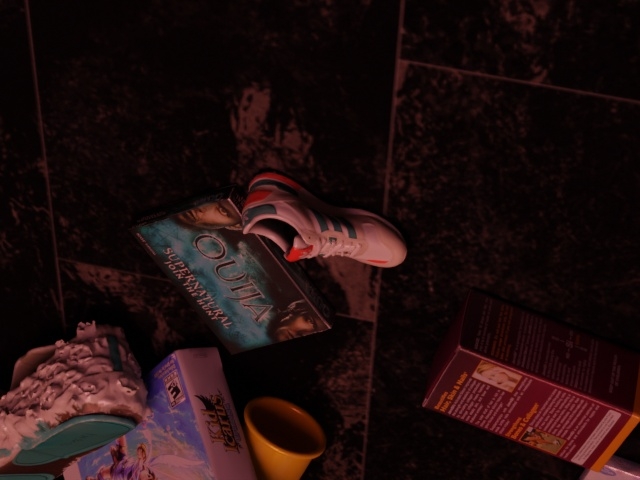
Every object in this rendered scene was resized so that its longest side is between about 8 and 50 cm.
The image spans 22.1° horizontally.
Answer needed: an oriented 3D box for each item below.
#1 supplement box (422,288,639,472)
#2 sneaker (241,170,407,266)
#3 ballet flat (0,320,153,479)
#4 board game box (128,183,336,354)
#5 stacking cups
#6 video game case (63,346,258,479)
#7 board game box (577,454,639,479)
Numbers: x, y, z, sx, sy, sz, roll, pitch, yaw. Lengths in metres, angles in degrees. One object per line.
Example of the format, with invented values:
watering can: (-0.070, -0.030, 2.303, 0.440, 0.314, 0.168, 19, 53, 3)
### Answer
supplement box: (0.207, 0.135, 1.572, 0.188, 0.080, 0.104, 21, 137, -3)
sneaker: (0.000, 0.000, 1.510, 0.161, 0.075, 0.057, 25, 136, -6)
ballet flat: (-0.327, 0.202, 1.790, 0.147, 0.147, 0.409, 42, 130, -22)
board game box: (-0.085, 0.031, 1.605, 0.126, 0.026, 0.186, -16, 126, 32)
stacking cups: (-0.107, 0.313, 1.774, 0.096, 0.096, 0.316, 27, 116, -8)
video game case: (-0.166, 0.280, 1.738, 0.061, 0.244, 0.269, -2, 152, -41)
board game box: (0.314, 0.263, 1.707, 0.090, 0.020, 0.090, 20, 137, -1)
